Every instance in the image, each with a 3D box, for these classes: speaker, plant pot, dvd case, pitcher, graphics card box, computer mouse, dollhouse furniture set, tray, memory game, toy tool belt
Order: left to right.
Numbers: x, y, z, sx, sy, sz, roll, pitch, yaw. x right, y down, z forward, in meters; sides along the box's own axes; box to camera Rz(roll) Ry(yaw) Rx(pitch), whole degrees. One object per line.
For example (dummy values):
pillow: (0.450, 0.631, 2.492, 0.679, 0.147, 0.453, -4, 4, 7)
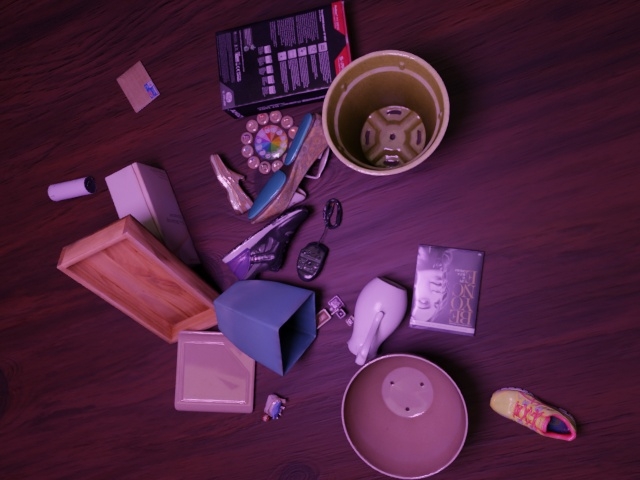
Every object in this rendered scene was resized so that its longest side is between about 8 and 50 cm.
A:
speaker: (-0.775, -0.161, 1.466, 0.136, 0.055, 0.055, -10, 87, 13)
tray: (-0.439, 0.119, 1.230, 0.203, 0.410, 0.076, -24, 45, 12)
plant pot: (-0.155, 0.207, 1.240, 0.235, 0.166, 0.165, 16, 127, 26)
memory game: (-0.142, -0.281, 1.339, 0.186, 0.012, 0.186, 0, 90, 14)
toy tool belt: (-0.128, 0.473, 1.310, 0.051, 0.052, 0.083, 18, 94, 21)
graphics card box: (-0.096, -0.486, 1.286, 0.372, 0.094, 0.232, -8, 85, 12)
computer mouse: (0.000, 0.000, 1.295, 0.071, 0.041, 0.241, 24, 88, 14)
dollhouse furniture set: (0.022, 0.219, 1.260, 0.114, 0.081, 0.091, -40, 81, 10)
pitcher: (0.139, 0.205, 1.183, 0.126, 0.178, 0.207, 24, 96, 3)
plant pot: (0.166, -0.275, 1.142, 0.277, 0.254, 0.275, 0, 89, 13)
plant pot: (0.209, 0.400, 1.158, 0.285, 0.191, 0.283, 0, 90, 13)
dvd case: (0.326, 0.129, 1.221, 0.165, 0.018, 0.221, 7, 91, 13)

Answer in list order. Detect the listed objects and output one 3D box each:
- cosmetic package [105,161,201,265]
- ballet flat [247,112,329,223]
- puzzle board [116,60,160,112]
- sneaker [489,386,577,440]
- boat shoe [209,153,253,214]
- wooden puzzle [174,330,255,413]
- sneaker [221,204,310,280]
cosmetic package: (-0.475, -0.052, 1.342, 0.113, 0.160, 0.309, -24, 85, 12)
ballet flat: (-0.067, -0.175, 1.277, 0.123, 0.123, 0.348, 33, 98, 12)
puzzle board: (-0.558, -0.471, 1.440, 0.096, 0.011, 0.128, -33, 83, 10)
sneaker: (0.517, 0.421, 1.135, 0.209, 0.094, 0.081, 15, 95, 14)
boat shoe: (-0.249, -0.169, 1.343, 0.072, 0.068, 0.189, -28, 93, -1)
wooden puzzle: (-0.297, 0.374, 1.340, 0.221, 0.044, 0.238, 3, 94, -1)
sneaker: (-0.127, 0.016, 1.302, 0.283, 0.107, 0.124, -35, 97, 15)
